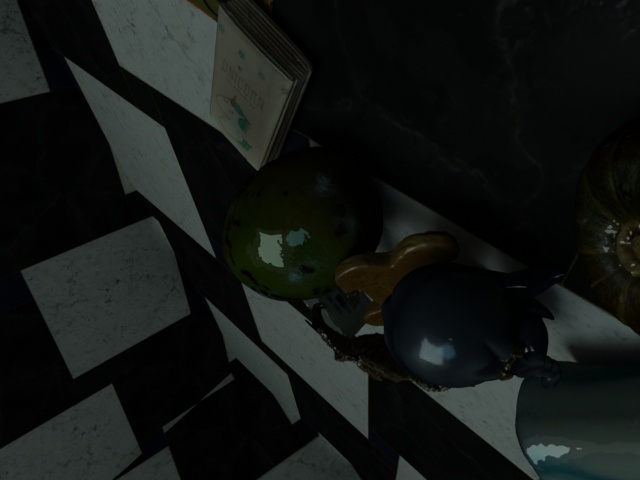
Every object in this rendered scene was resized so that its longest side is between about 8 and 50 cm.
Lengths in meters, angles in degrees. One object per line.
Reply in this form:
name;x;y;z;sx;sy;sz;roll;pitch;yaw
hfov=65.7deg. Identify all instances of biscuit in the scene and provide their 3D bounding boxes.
biscuit;0.164;0.088;0.820;0.216;0.047;0.340;-19;143;26

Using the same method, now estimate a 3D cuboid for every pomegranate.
pomegranate;-0.021;0.007;0.871;0.291;0.291;0.323;2;119;59

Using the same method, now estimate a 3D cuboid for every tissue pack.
tissue pack;-0.121;-0.265;0.901;0.170;0.071;0.325;49;157;3

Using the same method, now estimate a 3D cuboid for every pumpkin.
pumpkin;0.332;-0.004;0.418;0.219;0.162;0.218;168;90;-72

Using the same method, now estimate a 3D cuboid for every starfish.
starfish;0.108;0.209;0.959;0.303;0.113;0.312;18;174;-17

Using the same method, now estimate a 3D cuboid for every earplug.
earplug;0.416;0.221;0.584;0.185;0.185;0.324;50;151;0

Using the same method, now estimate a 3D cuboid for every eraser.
eraser;-0.018;0.067;1.159;0.352;0.111;0.077;53;156;-8

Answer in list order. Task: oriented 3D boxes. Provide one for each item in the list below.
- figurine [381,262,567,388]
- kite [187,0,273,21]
figurine;0.212;0.115;0.670;0.197;0.265;0.175;157;110;-68
kite;-0.185;-0.467;0.802;0.377;0.013;0.327;57;156;-17
